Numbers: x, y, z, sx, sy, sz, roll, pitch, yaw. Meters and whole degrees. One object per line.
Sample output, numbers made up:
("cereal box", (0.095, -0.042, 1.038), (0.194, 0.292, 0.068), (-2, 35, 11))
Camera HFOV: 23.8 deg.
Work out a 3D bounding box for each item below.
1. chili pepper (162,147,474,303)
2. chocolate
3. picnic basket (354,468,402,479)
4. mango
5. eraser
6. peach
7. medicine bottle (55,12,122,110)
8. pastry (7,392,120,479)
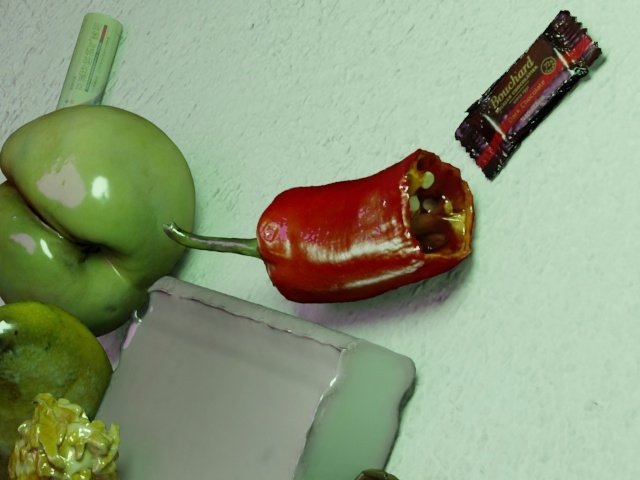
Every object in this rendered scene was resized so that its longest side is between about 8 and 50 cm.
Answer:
("chili pepper", (0.002, 0.004, 1.614), (0.338, 0.131, 0.134), (-15, 83, 38))
("chocolate", (0.212, -0.150, 1.555), (0.182, 0.028, 0.086), (-49, 48, 17))
("picnic basket", (0.048, 0.320, 1.446), (0.110, 0.055, 0.193), (17, 83, 51))
("mango", (-0.330, 0.174, 1.753), (0.175, 0.329, 0.176), (20, 46, 17))
("eraser", (-0.091, 0.203, 1.615), (0.359, 0.122, 0.272), (13, 81, 51))
("peach", (-0.286, -0.027, 1.867), (0.292, 0.247, 0.292), (-164, 90, -77))
("medicine bottle", (-0.340, -0.210, 2.161), (0.059, 0.059, 0.231), (-4, 66, 46))
("pastry", (-0.284, 0.295, 1.623), (0.154, 0.102, 0.250), (39, 121, 46))
